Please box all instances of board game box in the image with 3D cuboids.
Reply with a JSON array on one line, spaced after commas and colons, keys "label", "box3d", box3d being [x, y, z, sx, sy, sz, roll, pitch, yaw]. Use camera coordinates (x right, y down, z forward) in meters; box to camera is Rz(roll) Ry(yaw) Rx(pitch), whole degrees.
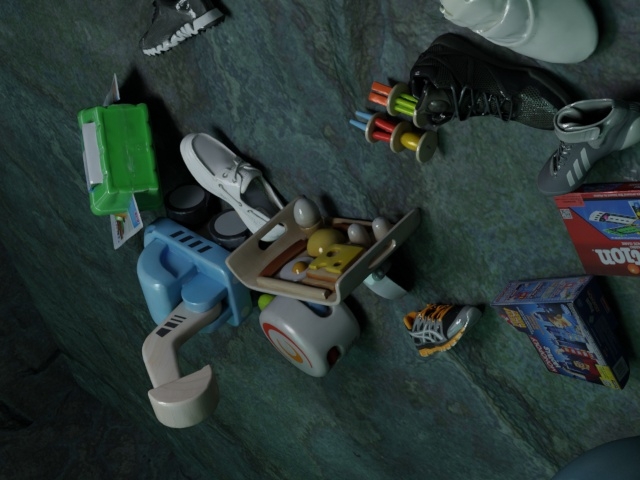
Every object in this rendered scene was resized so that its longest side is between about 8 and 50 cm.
[{"label": "board game box", "box3d": [0.372, 0.131, 1.393, 0.194, 0.060, 0.194, 10, 140, 55]}, {"label": "board game box", "box3d": [0.452, -0.013, 1.168, 0.281, 0.027, 0.145, 0, 127, 52]}]

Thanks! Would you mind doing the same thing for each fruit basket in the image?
[{"label": "fruit basket", "box3d": [-0.460, -0.160, 1.943, 0.353, 0.165, 0.327, -18, 80, 62]}]

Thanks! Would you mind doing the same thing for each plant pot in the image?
[{"label": "plant pot", "box3d": [0.522, 0.428, 1.418, 0.290, 0.195, 0.290, 32, 147, 24]}]

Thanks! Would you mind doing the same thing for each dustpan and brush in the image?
[{"label": "dustpan and brush", "box3d": [0.103, 0.057, 1.592, 0.147, 0.211, 0.060, 44, 108, 1]}]

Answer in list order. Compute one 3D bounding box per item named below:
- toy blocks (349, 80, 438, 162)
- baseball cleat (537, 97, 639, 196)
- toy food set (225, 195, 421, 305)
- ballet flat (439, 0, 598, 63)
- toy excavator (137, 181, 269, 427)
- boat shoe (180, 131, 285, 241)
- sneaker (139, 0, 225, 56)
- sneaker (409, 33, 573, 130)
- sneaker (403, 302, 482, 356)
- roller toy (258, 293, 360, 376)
[{"label": "toy blocks", "box3d": [0.106, -0.195, 1.370, 0.148, 0.054, 0.123, 26, 144, 33]}, {"label": "baseball cleat", "box3d": [0.322, -0.125, 1.131, 0.109, 0.072, 0.206, 14, 148, -22]}, {"label": "toy food set", "box3d": [0.000, 0.000, 1.564, 0.306, 0.220, 0.092, 8, 132, 48]}, {"label": "ballet flat", "box3d": [0.160, -0.342, 1.056, 0.400, 0.139, 0.139, 49, 150, -2]}, {"label": "toy excavator", "box3d": [-0.277, 0.140, 1.854, 0.433, 0.445, 0.222, 28, 145, 31]}, {"label": "boat shoe", "box3d": [-0.156, -0.118, 1.756, 0.277, 0.098, 0.096, 44, 150, -12]}, {"label": "sneaker", "box3d": [-0.265, -0.403, 1.583, 0.234, 0.078, 0.106, -8, 116, 51]}, {"label": "sneaker", "box3d": [0.214, -0.185, 1.173, 0.227, 0.130, 0.087, 31, 147, 21]}, {"label": "sneaker", "box3d": [0.215, 0.151, 1.606, 0.083, 0.084, 0.215, 52, 151, 2]}, {"label": "roller toy", "box3d": [-0.017, 0.179, 1.865, 0.209, 0.146, 0.191, 53, 159, -21]}]
